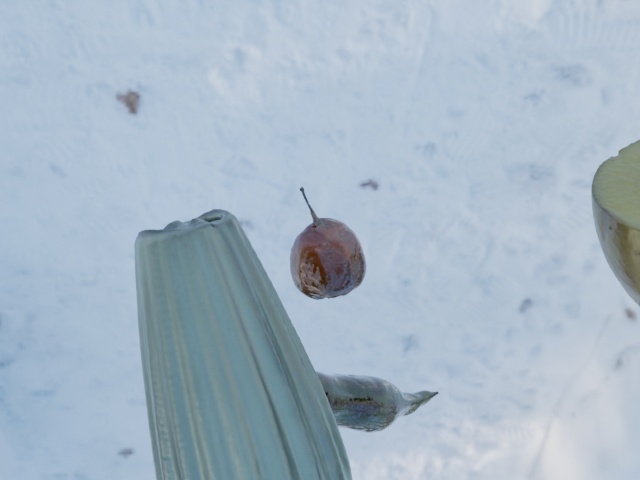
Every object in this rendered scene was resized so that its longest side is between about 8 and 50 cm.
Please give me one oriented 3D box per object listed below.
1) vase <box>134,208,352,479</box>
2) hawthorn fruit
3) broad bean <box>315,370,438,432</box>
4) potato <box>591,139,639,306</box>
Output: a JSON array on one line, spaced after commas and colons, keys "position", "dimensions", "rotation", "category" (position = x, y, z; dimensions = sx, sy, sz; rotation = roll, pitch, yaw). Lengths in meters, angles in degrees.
[{"position": [-0.058, 0.104, 0.671], "dimensions": [0.128, 0.248, 0.128], "rotation": [-14, -171, 2], "category": "vase"}, {"position": [0.000, 0.000, 0.860], "dimensions": [0.066, 0.067, 0.103], "rotation": [-14, 105, 8], "category": "hawthorn fruit"}, {"position": [0.011, 0.165, 1.048], "dimensions": [0.339, 0.061, 0.077], "rotation": [12, 159, -43], "category": "broad bean"}, {"position": [0.351, 0.007, 0.984], "dimensions": [0.178, 0.203, 0.158], "rotation": [-1, 117, 10], "category": "potato"}]
